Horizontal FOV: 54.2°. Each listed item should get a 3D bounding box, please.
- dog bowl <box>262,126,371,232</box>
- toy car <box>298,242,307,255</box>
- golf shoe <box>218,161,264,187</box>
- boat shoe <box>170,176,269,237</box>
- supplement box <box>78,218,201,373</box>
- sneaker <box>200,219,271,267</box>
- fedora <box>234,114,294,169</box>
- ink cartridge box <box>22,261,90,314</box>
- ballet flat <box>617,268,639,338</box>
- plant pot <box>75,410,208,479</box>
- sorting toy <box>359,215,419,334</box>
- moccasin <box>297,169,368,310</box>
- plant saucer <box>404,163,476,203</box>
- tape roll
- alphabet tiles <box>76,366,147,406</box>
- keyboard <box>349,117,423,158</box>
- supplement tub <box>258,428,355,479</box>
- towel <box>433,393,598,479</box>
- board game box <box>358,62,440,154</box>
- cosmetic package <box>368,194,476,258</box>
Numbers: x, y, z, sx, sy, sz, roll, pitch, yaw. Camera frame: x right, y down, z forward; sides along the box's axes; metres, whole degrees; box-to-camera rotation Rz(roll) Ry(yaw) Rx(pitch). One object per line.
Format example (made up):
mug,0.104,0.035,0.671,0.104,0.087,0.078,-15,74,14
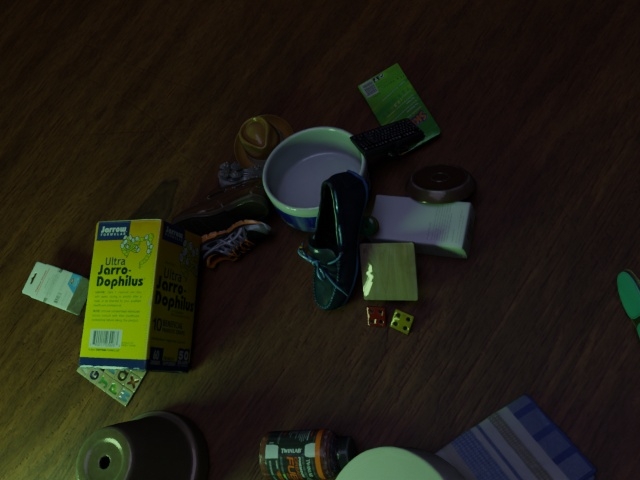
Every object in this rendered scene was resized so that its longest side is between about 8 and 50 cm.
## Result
dog bowl,-0.006,-0.155,1.578,0.264,0.104,0.265,-8,56,12
toy car,0.000,0.000,1.573,0.122,0.040,0.060,-46,61,-3
golf shoe,-0.191,-0.161,1.701,0.176,0.086,0.069,12,52,-3
boat shoe,-0.266,-0.081,1.671,0.307,0.111,0.105,-14,51,20
supplement box,-0.439,0.143,1.553,0.195,0.194,0.357,-2,77,19
sneaker,-0.220,0.009,1.632,0.214,0.084,0.083,-21,62,23
fedora,-0.167,-0.280,1.730,0.194,0.079,0.195,-7,67,17
ink cartridge box,-0.748,0.134,1.782,0.180,0.060,0.104,15,75,25
ballet flat,0.666,0.154,1.261,0.067,0.073,0.206,-5,67,-11
plant pot,-0.421,0.505,1.414,0.262,0.229,0.263,-8,65,18
sorting toy,0.164,0.077,1.442,0.132,0.046,0.275,-2,98,27
moccasin,0.013,0.004,1.436,0.137,0.116,0.342,24,116,43
plant saucer,0.283,-0.140,1.484,0.168,0.029,0.168,-7,32,4
tape roll,0.147,0.586,1.160,0.392,0.072,0.393,-22,59,43
alphabet tiles,-0.521,0.288,1.664,0.198,0.009,0.237,24,79,27
keyboard,0.172,-0.249,1.541,0.180,0.023,0.108,-23,59,-22
supplement tub,-0.026,0.463,1.354,0.197,0.106,0.106,-9,66,17
towel,0.361,0.447,1.207,0.284,0.034,0.209,-28,54,-16
board game box,0.207,-0.341,1.643,0.124,0.039,0.260,-29,60,7
cosmetic package,0.238,-0.033,1.477,0.230,0.085,0.118,8,72,25
